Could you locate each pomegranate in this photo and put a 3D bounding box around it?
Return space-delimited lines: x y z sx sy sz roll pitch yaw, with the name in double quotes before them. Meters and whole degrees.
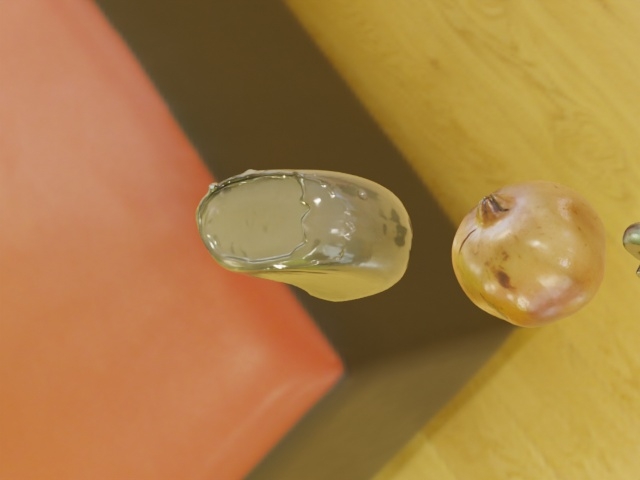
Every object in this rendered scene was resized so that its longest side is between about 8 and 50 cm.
"pomegranate" 0.287 0.016 1.906 0.209 0.209 0.209 7 100 41

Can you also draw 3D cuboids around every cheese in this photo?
"cheese" 0.000 0.000 1.293 0.175 0.202 0.091 -4 74 25

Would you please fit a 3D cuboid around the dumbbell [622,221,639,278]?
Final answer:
"dumbbell" 0.428 -0.031 1.461 0.192 0.192 0.290 24 88 37
